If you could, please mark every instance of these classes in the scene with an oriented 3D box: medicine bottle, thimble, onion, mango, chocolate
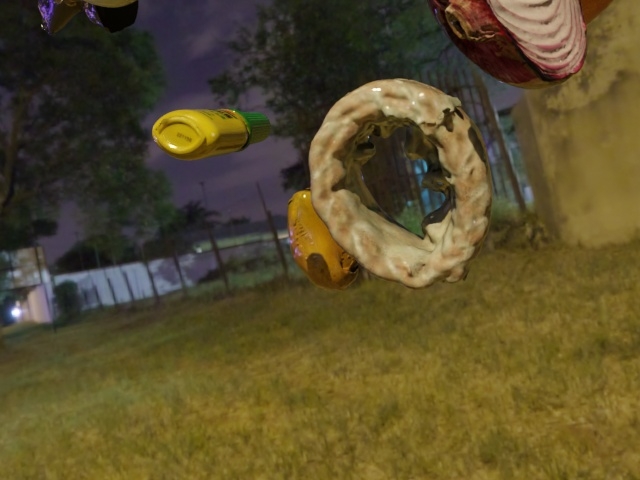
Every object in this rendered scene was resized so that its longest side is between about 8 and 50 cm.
[{"bbox_3d":[-0.160,-0.179,1.134,0.111,0.076,0.309,12,14,15],"label":"medicine bottle"},{"bbox_3d":[0.091,-0.066,0.769,0.195,0.229,0.148,-8,11,14],"label":"thimble"},{"bbox_3d":[0.159,-0.226,0.660,0.151,0.206,0.098,-40,18,-22],"label":"onion"},{"bbox_3d":[0.000,0.000,1.560,0.151,0.249,0.156,-15,16,15],"label":"mango"},{"bbox_3d":[-0.279,-0.274,0.783,0.147,0.072,0.070,12,2,28],"label":"chocolate"}]

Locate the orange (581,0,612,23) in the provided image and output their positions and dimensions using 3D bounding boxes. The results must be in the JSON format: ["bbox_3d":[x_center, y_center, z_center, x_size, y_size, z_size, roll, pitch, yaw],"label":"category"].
[{"bbox_3d":[0.371,-0.490,1.144,0.312,0.312,0.312,-12,-5,-1],"label":"orange"}]

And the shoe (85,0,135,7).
[{"bbox_3d":[-0.163,-0.391,0.674,0.124,0.316,0.159,25,-16,2],"label":"shoe"}]
